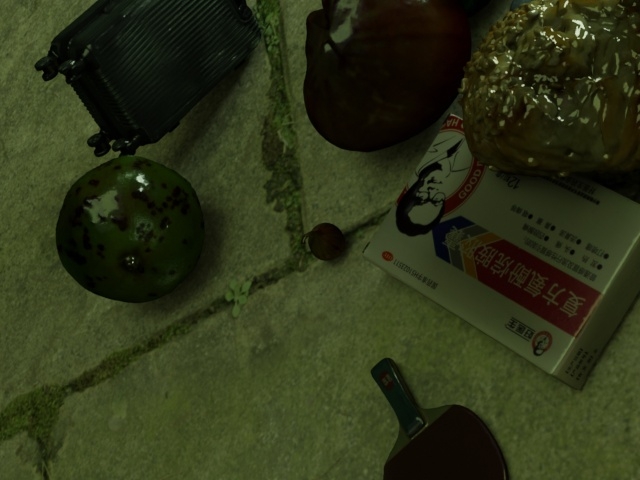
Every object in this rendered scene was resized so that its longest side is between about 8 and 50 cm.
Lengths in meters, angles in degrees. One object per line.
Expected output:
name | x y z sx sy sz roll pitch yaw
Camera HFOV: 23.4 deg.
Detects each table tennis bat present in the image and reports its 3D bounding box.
table tennis bat | 0.124 0.242 1.798 0.154 0.021 0.274 -43 47 15

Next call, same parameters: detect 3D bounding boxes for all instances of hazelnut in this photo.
hazelnut | 0.072 -0.229 1.968 0.217 0.217 0.251 51 125 45

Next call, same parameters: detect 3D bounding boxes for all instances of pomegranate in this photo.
pomegranate | -0.270 -0.025 2.186 0.211 0.211 0.263 -46 24 13

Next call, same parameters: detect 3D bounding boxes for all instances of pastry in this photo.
pastry | 0.295 -0.185 1.738 0.311 0.162 0.255 -5 45 27

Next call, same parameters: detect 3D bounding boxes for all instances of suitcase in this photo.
suitcase | -0.244 -0.280 2.235 0.312 0.202 0.128 -47 33 -22

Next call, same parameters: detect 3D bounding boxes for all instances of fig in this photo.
fig | 0.000 0.000 2.003 0.050 0.083 0.050 -4 82 27

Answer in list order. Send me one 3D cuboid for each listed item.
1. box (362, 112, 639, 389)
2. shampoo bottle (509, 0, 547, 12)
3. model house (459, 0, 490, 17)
box | 0.223 0.003 1.813 0.353 0.069 0.214 32 90 49
shampoo bottle | 0.325 -0.367 1.935 0.087 0.049 0.233 33 91 43
model house | 0.185 -0.492 2.031 0.298 0.243 0.284 38 68 22
